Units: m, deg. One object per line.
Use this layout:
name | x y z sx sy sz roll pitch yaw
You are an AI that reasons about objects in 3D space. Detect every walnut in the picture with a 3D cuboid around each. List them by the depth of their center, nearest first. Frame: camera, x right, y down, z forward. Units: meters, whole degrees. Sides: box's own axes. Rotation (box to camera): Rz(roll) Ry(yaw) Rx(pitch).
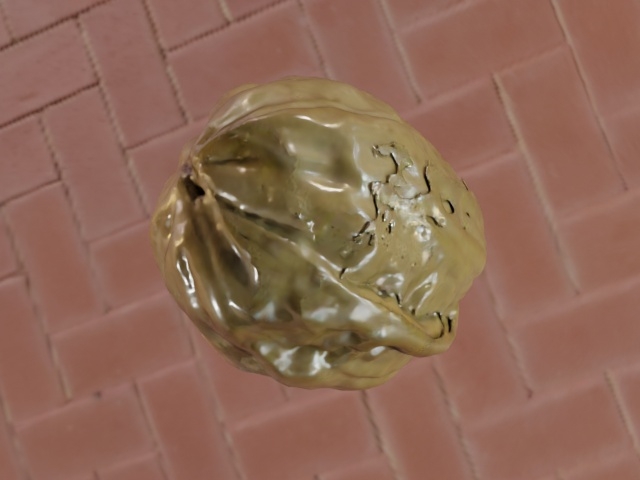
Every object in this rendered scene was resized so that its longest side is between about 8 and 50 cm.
walnut | 0.000 0.000 0.832 0.198 0.245 0.198 -15 65 35
